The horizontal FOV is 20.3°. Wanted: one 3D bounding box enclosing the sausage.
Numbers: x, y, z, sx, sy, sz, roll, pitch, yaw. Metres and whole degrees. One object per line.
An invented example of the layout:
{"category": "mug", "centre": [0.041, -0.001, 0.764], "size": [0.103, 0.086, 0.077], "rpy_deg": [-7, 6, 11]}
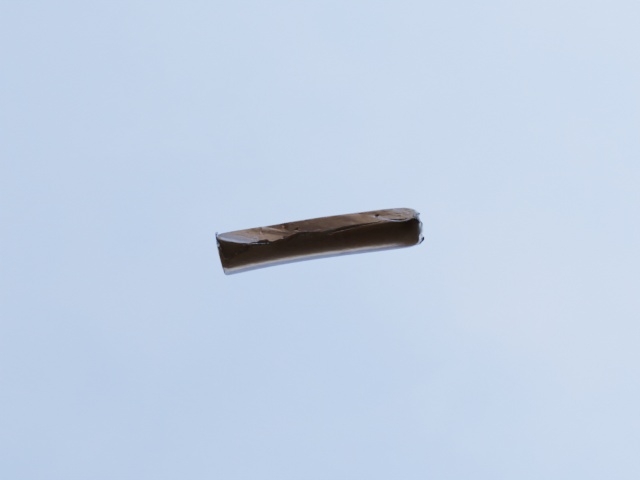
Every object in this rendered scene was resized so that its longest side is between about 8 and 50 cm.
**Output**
{"category": "sausage", "centre": [0.000, 0.000, 0.995], "size": [0.116, 0.026, 0.026], "rpy_deg": [-8, -85, 6]}
